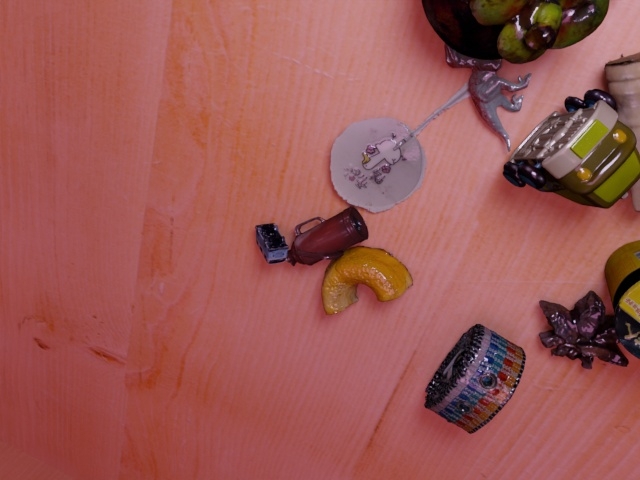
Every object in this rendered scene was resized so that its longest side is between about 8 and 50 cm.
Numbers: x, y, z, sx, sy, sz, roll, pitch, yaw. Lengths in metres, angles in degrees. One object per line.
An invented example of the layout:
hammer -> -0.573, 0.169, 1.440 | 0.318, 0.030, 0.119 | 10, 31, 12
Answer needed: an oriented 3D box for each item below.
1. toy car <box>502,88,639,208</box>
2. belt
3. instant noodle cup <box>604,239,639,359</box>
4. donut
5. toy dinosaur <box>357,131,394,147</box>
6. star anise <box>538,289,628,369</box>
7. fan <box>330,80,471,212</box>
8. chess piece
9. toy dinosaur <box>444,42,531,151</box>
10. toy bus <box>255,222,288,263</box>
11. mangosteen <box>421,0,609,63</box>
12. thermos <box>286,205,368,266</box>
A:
toy car -> 0.502, -0.148, 0.915 | 0.198, 0.248, 0.204 | 40, 99, -5
belt -> 0.393, 0.363, 1.196 | 0.160, 0.207, 0.295 | 28, 120, 7
instant noodle cup -> 0.691, 0.105, 0.967 | 0.215, 0.236, 0.216 | 7, 115, 15
donut -> 0.094, 0.098, 1.249 | 0.259, 0.101, 0.152 | -20, 100, 29
toy dinosaur -> 0.117, -0.233, 1.134 | 0.119, 0.029, 0.060 | 14, 132, 6
star anise -> 0.637, 0.221, 1.116 | 0.220, 0.099, 0.214 | -3, 121, 19
fan -> 0.193, -0.229, 1.096 | 0.233, 0.012, 0.414 | 42, 116, -16
chess piece -> 0.632, -0.208, 0.911 | 0.137, 0.137, 0.301 | -8, 109, 21
toy dinosaur -> 0.354, -0.305, 1.002 | 0.167, 0.053, 0.242 | -1, 116, 19
toy bus -> -0.131, 0.013, 1.264 | 0.060, 0.123, 0.075 | -9, 126, -23
mangosteen -> 0.321, -0.451, 0.812 | 0.311, 0.311, 0.311 | 7, 115, 15
thermos -> 0.001, -0.001, 1.228 | 0.232, 0.099, 0.124 | -26, 89, 26
